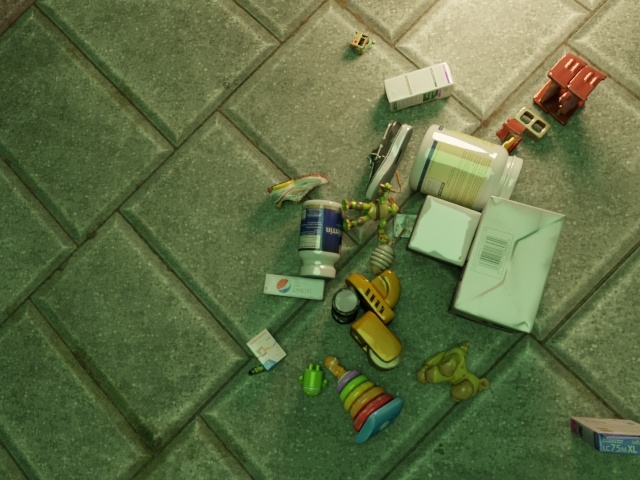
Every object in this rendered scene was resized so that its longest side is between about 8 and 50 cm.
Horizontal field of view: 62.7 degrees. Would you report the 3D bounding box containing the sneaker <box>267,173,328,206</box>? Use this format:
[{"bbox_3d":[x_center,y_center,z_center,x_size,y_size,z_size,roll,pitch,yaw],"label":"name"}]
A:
[{"bbox_3d":[-0.077,-0.187,1.945,0.225,0.088,0.093,-17,99,6],"label":"sneaker"}]

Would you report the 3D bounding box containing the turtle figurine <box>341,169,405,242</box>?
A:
[{"bbox_3d":[0.185,-0.114,1.829,0.217,0.087,0.270,-6,115,-13],"label":"turtle figurine"}]

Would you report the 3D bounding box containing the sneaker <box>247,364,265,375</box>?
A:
[{"bbox_3d":[-0.222,0.462,1.868,0.083,0.035,0.031,-29,78,3],"label":"sneaker"}]

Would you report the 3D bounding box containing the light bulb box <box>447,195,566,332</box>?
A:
[{"bbox_3d":[0.565,0.092,1.647,0.225,0.361,0.358,18,83,13],"label":"light bulb box"}]

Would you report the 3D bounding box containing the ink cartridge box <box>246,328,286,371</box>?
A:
[{"bbox_3d":[-0.192,0.388,1.858,0.088,0.052,0.122,-37,75,-17],"label":"ink cartridge box"}]

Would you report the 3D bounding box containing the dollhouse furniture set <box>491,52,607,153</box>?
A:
[{"bbox_3d":[0.755,-0.421,1.789,0.152,0.201,0.374,42,88,13],"label":"dollhouse furniture set"}]

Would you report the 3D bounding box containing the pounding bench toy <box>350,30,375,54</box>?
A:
[{"bbox_3d":[0.162,-0.749,2.011,0.083,0.052,0.065,24,85,12],"label":"pounding bench toy"}]

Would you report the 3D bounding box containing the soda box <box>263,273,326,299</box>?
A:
[{"bbox_3d":[-0.090,0.168,1.883,0.216,0.069,0.074,5,81,9],"label":"soda box"}]

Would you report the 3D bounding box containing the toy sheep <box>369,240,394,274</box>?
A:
[{"bbox_3d":[0.218,0.059,1.845,0.091,0.091,0.132,24,84,12],"label":"toy sheep"}]

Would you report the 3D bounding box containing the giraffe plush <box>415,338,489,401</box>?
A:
[{"bbox_3d":[0.445,0.449,1.725,0.210,0.181,0.171,-30,87,-33],"label":"giraffe plush"}]

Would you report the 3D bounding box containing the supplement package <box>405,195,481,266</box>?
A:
[{"bbox_3d":[0.391,-0.024,1.716,0.177,0.293,0.175,20,90,7],"label":"supplement package"}]

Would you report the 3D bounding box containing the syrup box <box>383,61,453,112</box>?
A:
[{"bbox_3d":[0.357,-0.559,1.927,0.236,0.093,0.096,-14,78,6],"label":"syrup box"}]

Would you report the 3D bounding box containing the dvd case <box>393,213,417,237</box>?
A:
[{"bbox_3d":[0.324,-0.051,1.886,0.119,0.013,0.087,3,81,10],"label":"dvd case"}]

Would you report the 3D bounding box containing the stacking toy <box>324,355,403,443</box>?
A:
[{"bbox_3d":[0.115,0.503,1.766,0.302,0.165,0.175,45,133,30],"label":"stacking toy"}]

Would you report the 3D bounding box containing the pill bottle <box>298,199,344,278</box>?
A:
[{"bbox_3d":[0.000,0.000,1.855,0.153,0.153,0.265,3,82,9],"label":"pill bottle"}]

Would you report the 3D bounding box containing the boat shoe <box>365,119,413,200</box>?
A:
[{"bbox_3d":[0.220,-0.292,1.893,0.104,0.113,0.306,26,92,20],"label":"boat shoe"}]

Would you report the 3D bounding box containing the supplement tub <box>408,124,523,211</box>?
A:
[{"bbox_3d":[0.487,-0.235,1.780,0.324,0.235,0.236,22,84,12],"label":"supplement tub"}]

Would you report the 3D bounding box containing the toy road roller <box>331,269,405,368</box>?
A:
[{"bbox_3d":[0.197,0.249,1.764,0.240,0.202,0.330,-36,75,-10],"label":"toy road roller"}]

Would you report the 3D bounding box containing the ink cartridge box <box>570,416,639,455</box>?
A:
[{"bbox_3d":[0.878,0.575,1.541,0.185,0.311,0.065,0,79,9],"label":"ink cartridge box"}]

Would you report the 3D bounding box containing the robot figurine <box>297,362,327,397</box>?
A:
[{"bbox_3d":[-0.027,0.485,1.819,0.101,0.067,0.115,8,82,-2],"label":"robot figurine"}]
